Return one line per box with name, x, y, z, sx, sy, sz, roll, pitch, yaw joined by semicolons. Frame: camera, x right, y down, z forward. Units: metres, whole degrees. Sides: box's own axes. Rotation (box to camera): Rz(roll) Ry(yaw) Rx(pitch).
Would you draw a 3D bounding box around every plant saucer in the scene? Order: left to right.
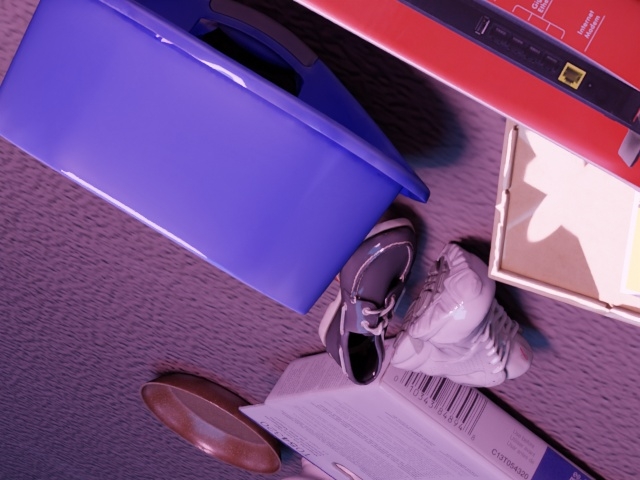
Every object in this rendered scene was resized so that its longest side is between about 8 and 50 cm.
plant saucer;-0.126;0.216;2.206;0.198;0.036;0.199;26;157;12

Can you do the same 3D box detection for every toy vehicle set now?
toy vehicle set;0.241;-0.017;1.173;0.266;0.035;0.166;19;118;26

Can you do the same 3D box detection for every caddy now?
caddy;-0.082;-0.090;1.365;0.341;0.179;0.241;31;-179;-1

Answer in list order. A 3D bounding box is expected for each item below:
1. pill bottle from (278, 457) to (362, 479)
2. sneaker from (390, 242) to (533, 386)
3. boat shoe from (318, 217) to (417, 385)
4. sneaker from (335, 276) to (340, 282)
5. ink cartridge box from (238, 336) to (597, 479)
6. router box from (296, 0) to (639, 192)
pill bottle;-0.016;0.365;2.084;0.153;0.265;0.153;27;158;12
sneaker;0.135;0.072;1.558;0.115;0.090;0.232;23;166;1
boat shoe;0.050;0.055;1.572;0.206;0.075;0.065;110;142;-55
sneaker;0.000;0.000;1.577;0.064;0.067;0.175;12;152;34
ink cartridge box;0.116;0.226;1.894;0.324;0.071;0.330;37;158;-18
router box;0.060;-0.143;0.983;0.301;0.082;0.335;29;-171;3
